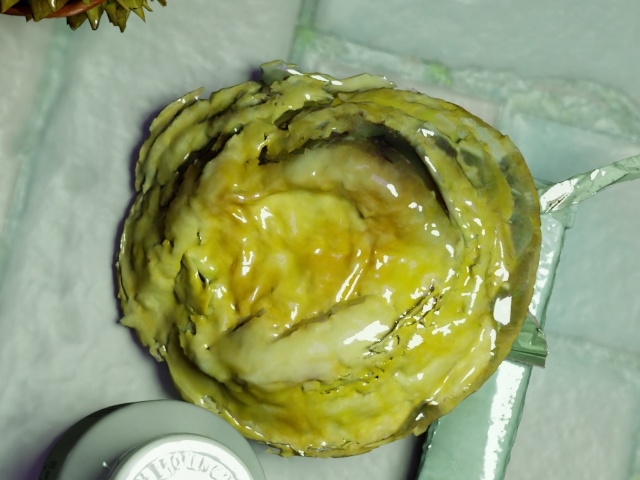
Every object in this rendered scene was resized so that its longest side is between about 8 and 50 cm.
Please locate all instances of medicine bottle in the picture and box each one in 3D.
[{"bbox_3d":[-0.103,0.167,1.073,0.135,0.215,0.135,2,84,-15],"label":"medicine bottle"}]

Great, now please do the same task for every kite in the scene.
[{"bbox_3d":[0.115,-0.015,1.210,0.250,0.012,0.229,-23,72,6],"label":"kite"}]

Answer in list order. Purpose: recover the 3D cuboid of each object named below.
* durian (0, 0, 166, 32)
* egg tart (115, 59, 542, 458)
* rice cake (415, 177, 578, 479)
[{"bbox_3d":[-0.179,-0.299,1.039,0.348,0.347,0.384,-30,135,-16],"label":"durian"},{"bbox_3d":[0.000,0.000,1.143,0.297,0.132,0.297,-2,76,6],"label":"egg tart"},{"bbox_3d":[0.112,0.112,1.214,0.066,0.063,0.336,17,81,6],"label":"rice cake"}]
